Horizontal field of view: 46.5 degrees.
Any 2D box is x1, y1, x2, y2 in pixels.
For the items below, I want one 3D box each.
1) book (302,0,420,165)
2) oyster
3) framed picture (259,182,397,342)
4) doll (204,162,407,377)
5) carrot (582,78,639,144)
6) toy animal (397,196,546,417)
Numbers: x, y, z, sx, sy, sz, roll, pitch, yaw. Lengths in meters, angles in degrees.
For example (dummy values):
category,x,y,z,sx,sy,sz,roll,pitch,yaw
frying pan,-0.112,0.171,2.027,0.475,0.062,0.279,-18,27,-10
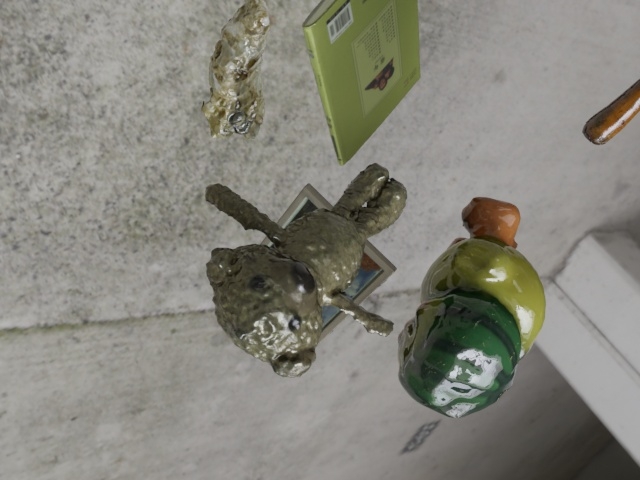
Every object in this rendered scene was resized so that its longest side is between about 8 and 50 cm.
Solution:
category,x,y,z,sx,sy,sz,roll,pitch,yaw
book,0.076,-0.299,1.189,0.239,0.035,0.352,-51,156,-17
oyster,-0.100,-0.198,0.911,0.106,0.061,0.200,-28,144,-13
framed picture,-0.015,0.049,1.158,0.016,0.184,0.250,-43,177,-47
doll,0.009,0.015,0.706,0.286,0.202,0.091,-5,157,-46
carrot,0.547,-0.238,1.345,0.161,0.055,0.055,-44,149,22
toy animal,0.238,0.113,1.127,0.338,0.191,0.216,-59,173,-42
